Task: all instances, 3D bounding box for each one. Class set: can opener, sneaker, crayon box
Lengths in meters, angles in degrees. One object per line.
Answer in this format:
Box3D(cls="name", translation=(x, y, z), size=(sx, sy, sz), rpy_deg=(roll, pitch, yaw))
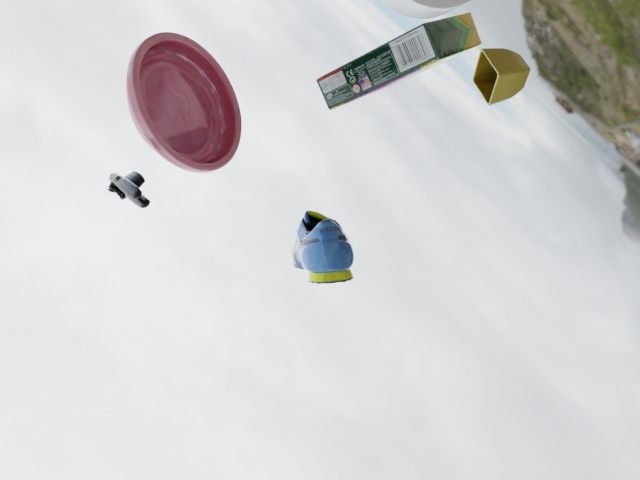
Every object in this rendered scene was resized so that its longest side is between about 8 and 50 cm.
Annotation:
Box3D(cls="can opener", translation=(-0.393, -0.108, 1.281), size=(0.059, 0.073, 0.186), rpy_deg=(43, 175, -32))
Box3D(cls="sneaker", translation=(0.000, 0.000, 0.788), size=(0.209, 0.069, 0.082), rpy_deg=(-149, 52, -81))
Box3D(cls="crayon box", translation=(0.221, -0.501, 1.743), size=(0.313, 0.363, 0.106), rpy_deg=(-35, -75, -49))

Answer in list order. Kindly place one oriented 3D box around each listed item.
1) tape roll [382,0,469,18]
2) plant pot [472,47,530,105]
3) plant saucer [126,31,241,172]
Box3D(cls="tape roll", translation=(0.235, -0.630, 1.336), size=(0.286, 0.286, 0.100), rpy_deg=(38, 175, -16))
Box3D(cls="plant pot", translation=(0.361, -0.327, 1.229), size=(0.081, 0.083, 0.081), rpy_deg=(92, 163, -54))
Box3D(cls="plant saucer", translation=(-0.325, -0.312, 1.458), size=(0.332, 0.084, 0.332), rpy_deg=(25, -122, -48))
